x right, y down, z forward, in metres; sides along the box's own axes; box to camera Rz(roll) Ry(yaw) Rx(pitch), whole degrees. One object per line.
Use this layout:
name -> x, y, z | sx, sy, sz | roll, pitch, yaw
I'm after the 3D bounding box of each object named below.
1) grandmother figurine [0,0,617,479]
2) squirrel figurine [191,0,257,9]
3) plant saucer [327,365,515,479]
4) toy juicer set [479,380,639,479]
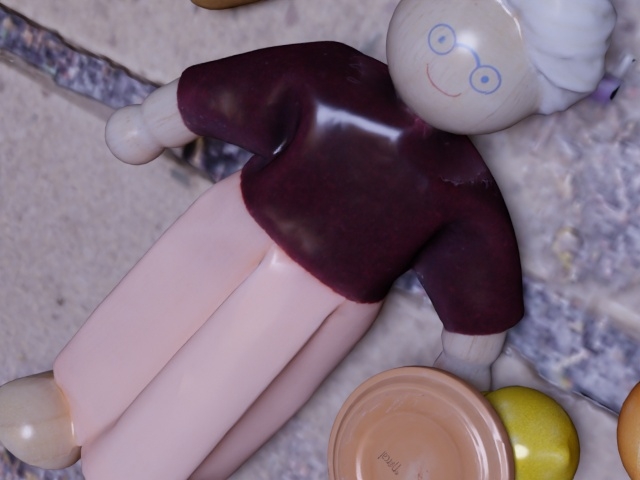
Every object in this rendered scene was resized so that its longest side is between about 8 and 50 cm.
grandmother figurine -> 0.000, 0.000, 0.494 | 0.208, 0.104, 0.342 | 33, 116, -13
squirrel figurine -> -0.028, -0.241, 0.317 | 0.397, 0.370, 0.281 | -8, 94, 27
plant saucer -> 0.038, 0.093, 0.463 | 0.083, 0.013, 0.083 | -2, 86, 31
toy juicer set -> 0.088, 0.176, 0.476 | 0.329, 0.089, 0.209 | -37, 87, 28
